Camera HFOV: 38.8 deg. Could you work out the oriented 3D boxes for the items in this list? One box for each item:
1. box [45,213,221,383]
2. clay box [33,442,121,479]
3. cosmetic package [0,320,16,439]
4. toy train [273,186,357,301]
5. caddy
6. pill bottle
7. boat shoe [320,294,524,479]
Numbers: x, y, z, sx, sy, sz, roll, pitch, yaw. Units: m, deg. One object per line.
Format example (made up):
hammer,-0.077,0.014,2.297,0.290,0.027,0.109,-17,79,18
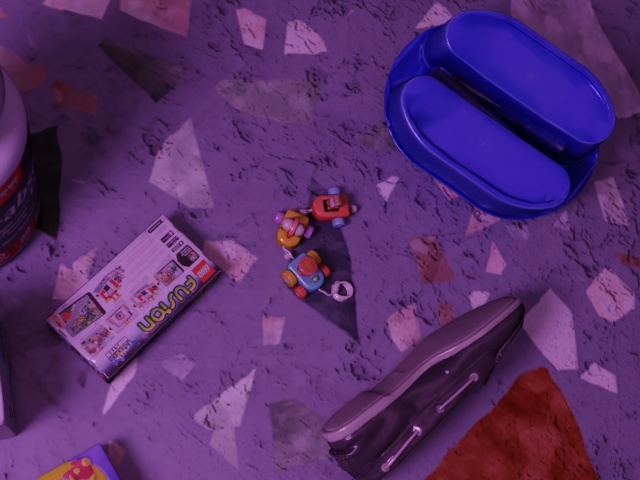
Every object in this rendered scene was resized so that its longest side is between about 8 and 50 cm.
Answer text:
box,-0.242,0.074,1.191,0.114,0.036,0.207,44,67,3
clay box,-0.329,0.351,1.067,0.222,0.053,0.127,-29,81,-21
cosmetic package,-0.459,0.163,1.047,0.184,0.151,0.151,-8,74,-15
toy train,0.000,0.000,1.270,0.125,0.046,0.166,0,71,-13
caddy,0.256,-0.179,1.328,0.341,0.179,0.241,35,91,0
pill bottle,-0.435,-0.100,1.027,0.210,0.363,0.210,4,71,-12
boat shoe,0.152,0.197,1.216,0.335,0.112,0.095,-34,100,-16
